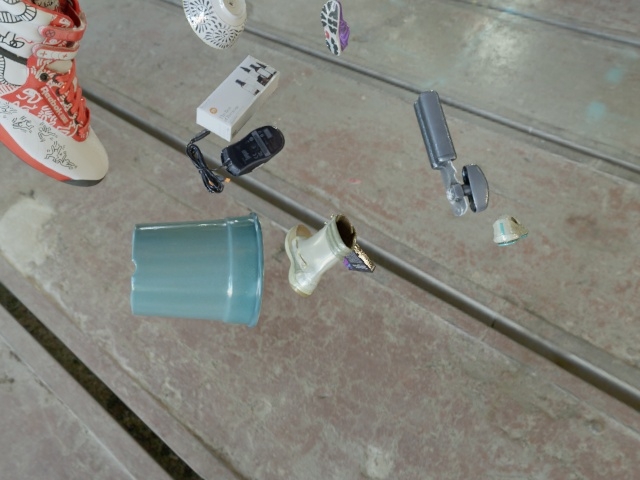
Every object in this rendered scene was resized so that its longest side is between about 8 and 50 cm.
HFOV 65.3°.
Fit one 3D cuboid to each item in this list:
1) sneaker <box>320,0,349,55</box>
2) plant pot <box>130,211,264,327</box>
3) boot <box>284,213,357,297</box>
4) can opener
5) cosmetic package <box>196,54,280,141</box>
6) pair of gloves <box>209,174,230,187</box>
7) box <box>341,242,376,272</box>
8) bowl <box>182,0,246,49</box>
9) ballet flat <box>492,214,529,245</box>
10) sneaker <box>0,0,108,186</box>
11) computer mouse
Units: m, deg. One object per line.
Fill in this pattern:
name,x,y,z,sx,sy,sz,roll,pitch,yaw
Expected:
sneaker,0.048,-0.610,1.416,0.068,0.170,0.071,39,73,22
plant pot,-0.357,0.084,1.420,0.334,0.341,0.341,0,48,-18
boot,0.000,0.000,1.069,0.077,0.165,0.213,31,28,-25
can opener,0.288,-0.191,1.093,0.095,0.076,0.283,-14,83,-7
cosmetic package,-0.204,-0.364,1.263,0.099,0.060,0.239,28,59,5
pair of gloves,-0.393,-0.224,1.914,0.074,0.083,0.010,15,58,-30
box,0.081,0.031,1.476,0.029,0.162,0.116,-49,25,-22
bowl,-0.228,-0.545,1.170,0.080,0.170,0.170,-6,43,40
ballet flat,0.348,-0.023,0.914,0.057,0.168,0.052,-15,86,24
sneaker,-0.283,-0.168,0.521,0.145,0.270,0.090,-24,50,13
computer mouse,-0.241,-0.257,1.400,0.262,0.060,0.184,-36,81,-9
